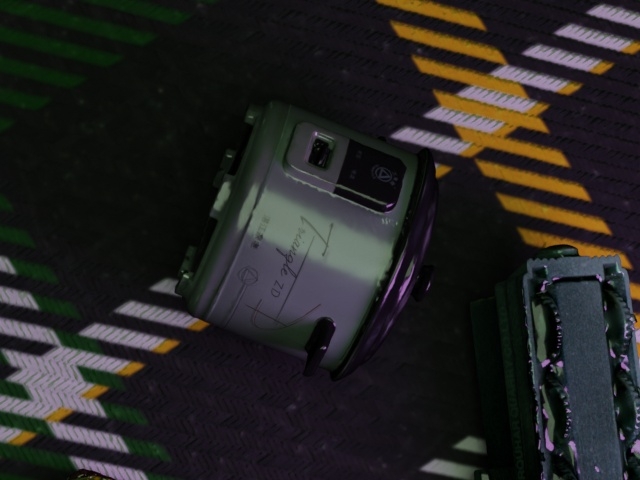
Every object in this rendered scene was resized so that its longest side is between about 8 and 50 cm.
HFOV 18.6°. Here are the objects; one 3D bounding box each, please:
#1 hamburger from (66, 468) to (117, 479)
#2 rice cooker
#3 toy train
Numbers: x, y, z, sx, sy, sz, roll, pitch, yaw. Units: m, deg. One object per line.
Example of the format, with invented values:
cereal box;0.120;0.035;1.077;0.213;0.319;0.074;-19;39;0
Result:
hamburger;-0.222;0.308;1.876;0.137;0.087;0.166;25;83;-9
rice cooker;0.000;0.000;1.862;0.227;0.241;0.280;22;46;-6
toy train;0.226;0.173;1.927;0.138;0.178;0.330;-2;82;-30
